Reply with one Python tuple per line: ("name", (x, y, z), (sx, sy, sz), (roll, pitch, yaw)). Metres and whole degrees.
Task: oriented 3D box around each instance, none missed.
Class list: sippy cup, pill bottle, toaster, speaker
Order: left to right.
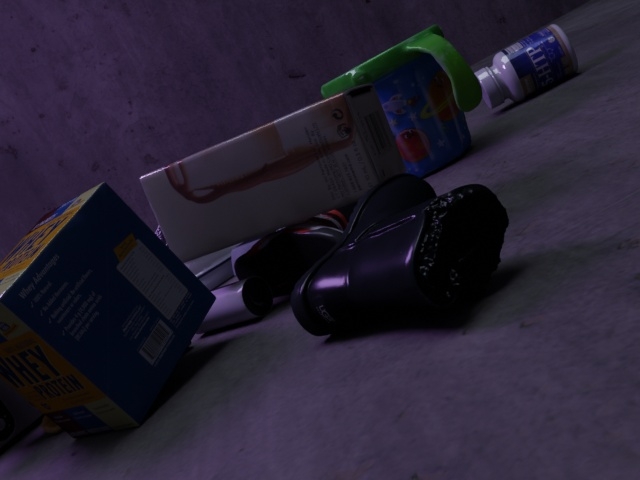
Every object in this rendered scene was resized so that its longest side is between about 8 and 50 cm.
("toaster", (-0.484, 0.236, 1.067), (0.186, 0.110, 0.168), (-21, 12, 38))
("speaker", (-0.127, 0.088, 0.995), (0.136, 0.055, 0.055), (-20, 14, 42))
("sippy cup", (0.153, -0.232, 1.328), (0.240, 0.224, 0.305), (-27, 11, 7))
("pill bottle", (0.416, -0.349, 1.514), (0.187, 0.112, 0.112), (-28, 10, 8))

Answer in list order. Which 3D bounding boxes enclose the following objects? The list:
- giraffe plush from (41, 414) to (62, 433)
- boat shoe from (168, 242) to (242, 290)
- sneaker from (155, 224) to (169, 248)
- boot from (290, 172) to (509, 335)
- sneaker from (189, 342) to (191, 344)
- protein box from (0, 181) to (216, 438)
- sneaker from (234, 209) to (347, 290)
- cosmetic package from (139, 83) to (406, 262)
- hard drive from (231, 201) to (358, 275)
("giraffe plush", (-0.366, 0.153, 0.952), (0.181, 0.170, 0.210), (-59, -14, 9))
("boat shoe", (-0.164, -0.038, 1.413), (0.367, 0.156, 0.136), (-35, 12, -29))
("sneaker", (-0.287, 0.068, 1.433), (0.087, 0.130, 0.227), (10, 70, 45))
("boot", (0.102, -0.006, 0.722), (0.207, 0.094, 0.246), (-22, 19, 51))
("sneaker", (-0.260, 0.144, 1.035), (0.077, 0.072, 0.178), (-38, 13, -35))
("protein box", (-0.267, 0.082, 0.855), (0.136, 0.201, 0.199), (-21, 30, 39))
("sneaker", (-0.001, -0.001, 0.993), (0.145, 0.090, 0.270), (-38, 11, -32))
("cosmetic package", (-0.058, -0.086, 0.954), (0.296, 0.129, 0.153), (-19, 9, 21))
("hard drive", (-0.034, -0.015, 1.245), (0.255, 0.054, 0.172), (-16, 16, 49))
